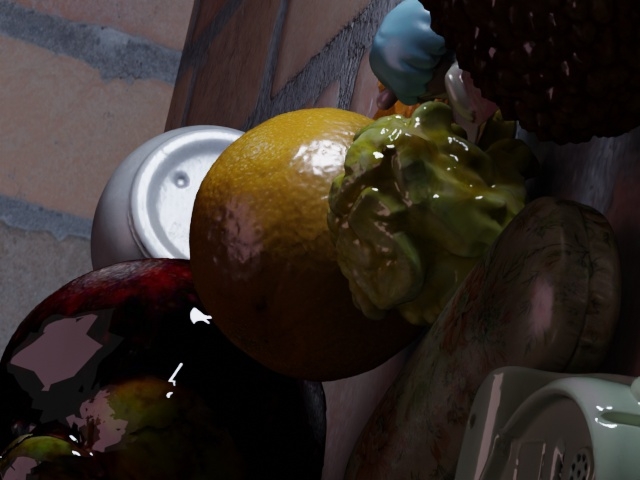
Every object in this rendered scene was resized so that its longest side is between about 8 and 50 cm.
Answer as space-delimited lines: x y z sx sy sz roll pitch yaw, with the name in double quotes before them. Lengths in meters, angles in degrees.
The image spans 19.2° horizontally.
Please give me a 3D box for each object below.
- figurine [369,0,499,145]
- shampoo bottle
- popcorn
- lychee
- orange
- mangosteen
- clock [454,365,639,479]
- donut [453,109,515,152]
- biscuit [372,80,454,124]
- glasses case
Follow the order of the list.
"figurine" 0.147 -0.181 1.672 0.260 0.103 0.205 14 76 58
"shampoo bottle" -0.143 0.011 2.304 0.266 0.273 0.273 114 166 -64
"popcorn" 0.097 -0.021 1.606 0.167 0.186 0.187 119 155 -81
"lychee" 0.179 -0.206 1.390 0.236 0.236 0.271 156 102 -72
"orange" 0.000 0.000 1.806 0.264 0.264 0.264 -164 90 -76
"mangosteen" -0.182 0.232 2.023 0.381 0.381 0.421 128 159 -57
"clock" 0.172 0.203 1.207 0.324 0.109 0.265 153 131 -71
"donut" 0.147 -0.095 1.761 0.097 0.043 0.108 -117 48 -67
"biscuit" 0.105 -0.140 1.977 0.284 0.043 0.306 165 118 -73
"glasses case" 0.118 0.131 1.513 0.425 0.098 0.156 121 158 -46
